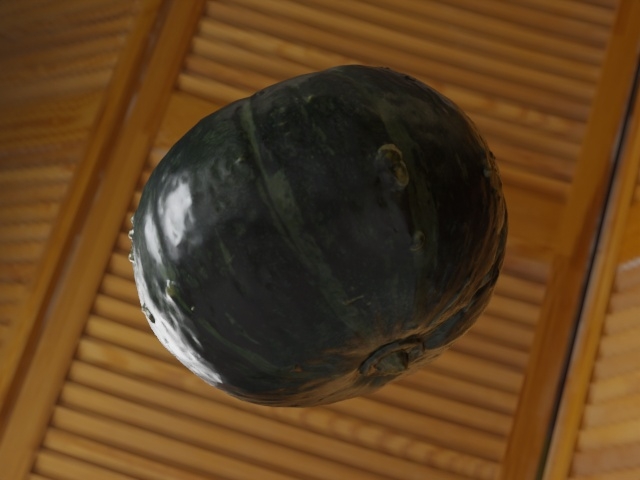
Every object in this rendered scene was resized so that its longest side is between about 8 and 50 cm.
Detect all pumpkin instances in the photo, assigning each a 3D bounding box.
[{"bbox_3d":[0.000,0.000,0.662,0.190,0.146,0.190,-17,143,-13],"label":"pumpkin"}]
